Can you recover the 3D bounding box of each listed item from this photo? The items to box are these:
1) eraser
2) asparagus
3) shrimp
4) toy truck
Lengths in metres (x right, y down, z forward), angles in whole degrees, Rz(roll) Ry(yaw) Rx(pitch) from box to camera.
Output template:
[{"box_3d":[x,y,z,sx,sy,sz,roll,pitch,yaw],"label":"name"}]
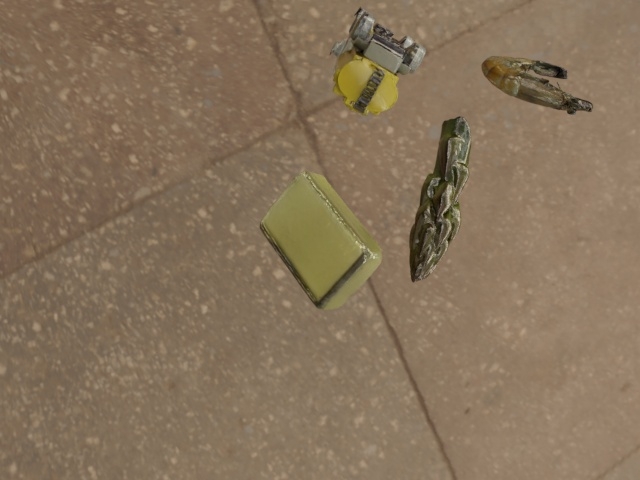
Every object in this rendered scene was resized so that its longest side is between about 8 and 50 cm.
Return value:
[{"box_3d":[0.000,0.000,1.163,0.117,0.172,0.058,-49,151,21],"label":"eraser"},{"box_3d":[0.193,-0.060,1.307,0.080,0.080,0.287,33,64,-30],"label":"asparagus"},{"box_3d":[0.400,-0.289,1.483,0.150,0.217,0.051,-38,150,-46],"label":"shrimp"},{"box_3d":[0.066,-0.240,1.110,0.098,0.227,0.114,29,106,-9],"label":"toy truck"}]
